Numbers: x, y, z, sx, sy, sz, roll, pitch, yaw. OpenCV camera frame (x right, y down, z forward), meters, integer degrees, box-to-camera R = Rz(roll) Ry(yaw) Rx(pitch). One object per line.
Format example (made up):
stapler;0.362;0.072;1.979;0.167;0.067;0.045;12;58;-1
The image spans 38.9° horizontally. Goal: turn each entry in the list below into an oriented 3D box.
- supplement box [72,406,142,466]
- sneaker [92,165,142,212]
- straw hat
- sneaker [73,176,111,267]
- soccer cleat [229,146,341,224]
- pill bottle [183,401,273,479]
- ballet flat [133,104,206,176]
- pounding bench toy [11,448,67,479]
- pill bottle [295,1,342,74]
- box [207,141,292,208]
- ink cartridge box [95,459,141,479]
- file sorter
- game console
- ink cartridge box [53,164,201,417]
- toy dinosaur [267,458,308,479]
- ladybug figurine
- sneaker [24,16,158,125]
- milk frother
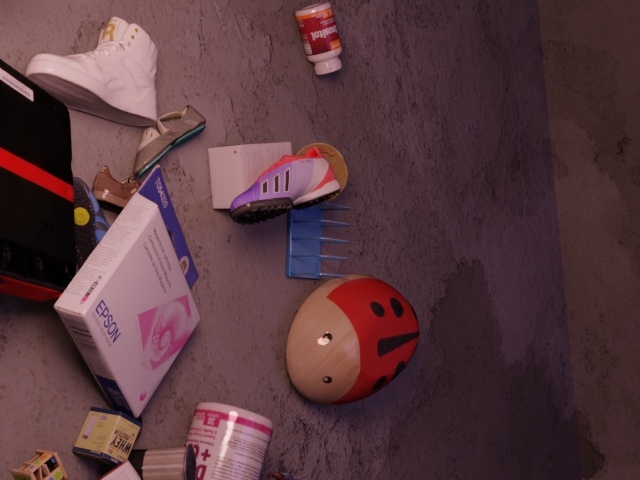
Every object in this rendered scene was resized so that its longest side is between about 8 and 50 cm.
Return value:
supplement box;-0.370;0.341;1.573;0.056;0.083;0.083;44;57;-43
sneaker;-0.331;-0.078;1.651;0.188;0.066;0.071;26;68;-51
straw hat;-0.008;-0.162;2.086;0.061;0.145;0.144;-114;-176;-67
sneaker;-0.395;-0.013;1.577;0.082;0.069;0.209;-62;135;-71
soccer cleat;-0.081;-0.112;1.821;0.318;0.109;0.116;-20;87;-51
pill bottle;-0.200;0.466;1.736;0.160;0.160;0.283;37;60;-46
ballet flat;-0.299;-0.193;1.711;0.068;0.072;0.213;49;45;-5
pounding bench toy;-0.452;0.394;1.488;0.065;0.052;0.083;-39;120;-47
pill bottle;0.001;-0.465;2.089;0.086;0.086;0.152;-39;119;-47
box;-0.141;-0.137;1.886;0.170;0.091;0.130;-11;99;-53
ink cartridge box;-0.436;0.511;1.405;0.130;0.272;0.309;54;39;5
file sorter;0.000;0.000;2.063;0.118;0.105;0.170;8;82;-54
game console;-0.467;-0.095;1.335;0.386;0.060;0.341;46;36;-76
ink cartridge box;-0.303;0.093;1.594;0.324;0.071;0.330;79;33;-50
toy dinosaur;-0.076;0.526;2.020;0.090;0.047;0.082;-24;122;-16
ladybug figurine;0.098;0.232;2.131;0.449;0.162;0.305;-17;106;-53
sneaker;-0.387;-0.311;1.560;0.292;0.108;0.169;16;75;-62
milk frother;-0.296;0.376;1.628;0.129;0.135;0.143;-75;160;-77
